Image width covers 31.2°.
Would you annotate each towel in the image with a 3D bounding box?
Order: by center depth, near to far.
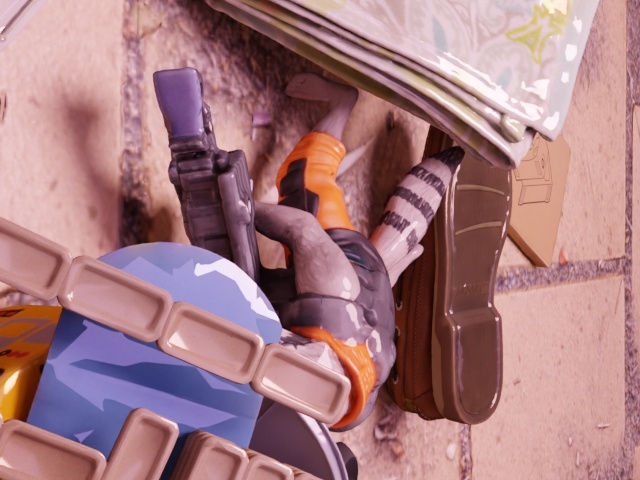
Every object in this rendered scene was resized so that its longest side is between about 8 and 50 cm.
[{"bbox_3d":[0.094,-0.281,0.926,0.320,0.090,0.374,27,69,-22],"label":"towel"}]

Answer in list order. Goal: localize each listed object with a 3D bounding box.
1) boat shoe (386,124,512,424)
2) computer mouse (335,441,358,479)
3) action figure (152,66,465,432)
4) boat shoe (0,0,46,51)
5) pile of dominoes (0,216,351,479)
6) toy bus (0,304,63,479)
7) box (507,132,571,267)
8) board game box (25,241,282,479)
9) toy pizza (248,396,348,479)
[{"bbox_3d":[0.107,0.015,1.073,0.110,0.104,0.307,8,85,-46],"label":"boat shoe"},{"bbox_3d":[-0.022,0.283,0.953,0.071,0.041,0.242,54,52,-63],"label":"computer mouse"},{"bbox_3d":[0.000,0.000,0.840,0.330,0.178,0.341,-73,158,-50],"label":"action figure"},{"bbox_3d":[-0.172,-0.197,0.701,0.226,0.083,0.076,-53,144,-25],"label":"boat shoe"},{"bbox_3d":[-0.113,0.122,0.609,0.251,0.040,0.196,27,79,-21],"label":"pile of dominoes"},{"bbox_3d":[-0.160,0.216,0.686,0.130,0.108,0.333,-33,117,-52],"label":"toy bus"},{"bbox_3d":[0.235,-0.084,1.322,0.201,0.021,0.164,40,58,-47],"label":"box"},{"bbox_3d":[-0.099,0.084,0.644,0.133,0.033,0.169,20,81,-31],"label":"board game box"},{"bbox_3d":[-0.075,0.149,0.733,0.032,0.201,0.201,-52,133,-63],"label":"toy pizza"}]
